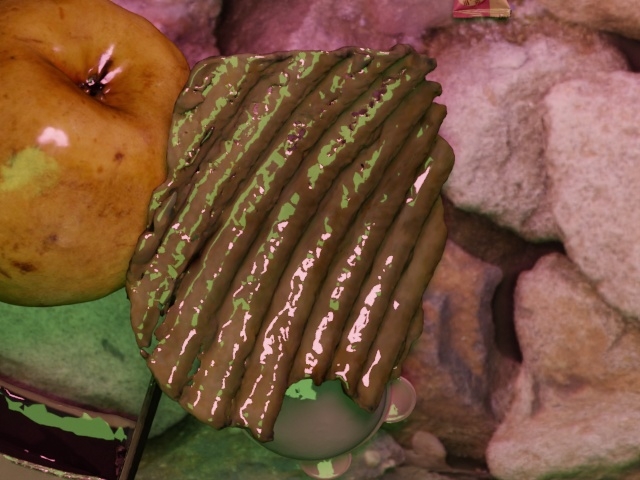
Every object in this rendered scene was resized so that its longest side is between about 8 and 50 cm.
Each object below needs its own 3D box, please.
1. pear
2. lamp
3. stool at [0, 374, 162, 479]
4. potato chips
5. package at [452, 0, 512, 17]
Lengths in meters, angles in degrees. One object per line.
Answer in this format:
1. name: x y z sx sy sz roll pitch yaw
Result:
1. pear: -0.262 -0.078 1.550 0.304 0.304 0.304 2 111 6
2. lamp: -0.029 0.143 1.699 0.246 0.108 0.179 43 105 -9
3. stool: -0.299 0.160 1.704 0.243 0.170 0.269 18 112 -2
4. potato chips: 0.000 -0.008 1.524 0.373 0.097 0.389 -3 111 -39
5. package: 0.160 -0.261 1.564 0.059 0.029 0.083 3 101 13
